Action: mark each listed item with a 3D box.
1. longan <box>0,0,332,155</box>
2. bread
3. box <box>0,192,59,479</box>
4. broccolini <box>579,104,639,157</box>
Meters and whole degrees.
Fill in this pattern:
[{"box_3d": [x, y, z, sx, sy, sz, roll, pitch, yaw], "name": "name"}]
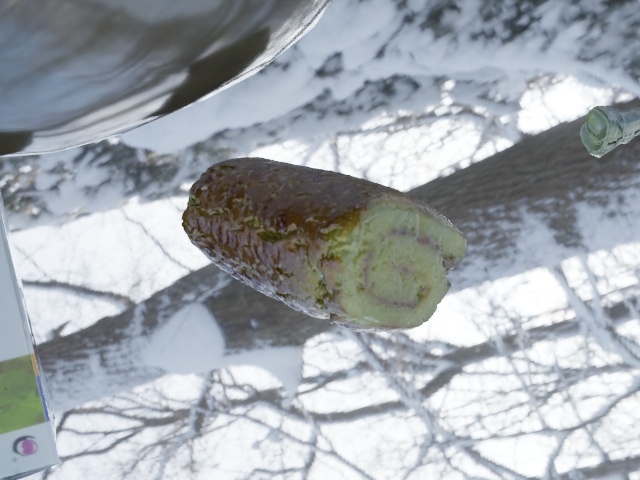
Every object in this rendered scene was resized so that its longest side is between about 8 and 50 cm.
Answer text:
[{"box_3d": [-0.169, -0.211, 0.512, 0.404, 0.404, 0.336, 36, -135, -37], "name": "longan"}, {"box_3d": [0.000, 0.000, 0.693, 0.132, 0.172, 0.103, 14, -85, -46], "name": "bread"}, {"box_3d": [-0.309, 0.044, 0.825, 0.106, 0.200, 0.299, -12, -87, -16], "name": "box"}, {"box_3d": [0.229, -0.068, 0.642, 0.254, 0.071, 0.057, -14, -80, -47], "name": "broccolini"}]
